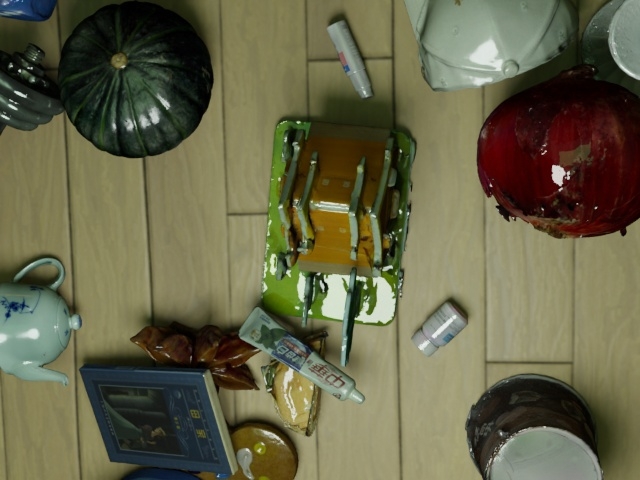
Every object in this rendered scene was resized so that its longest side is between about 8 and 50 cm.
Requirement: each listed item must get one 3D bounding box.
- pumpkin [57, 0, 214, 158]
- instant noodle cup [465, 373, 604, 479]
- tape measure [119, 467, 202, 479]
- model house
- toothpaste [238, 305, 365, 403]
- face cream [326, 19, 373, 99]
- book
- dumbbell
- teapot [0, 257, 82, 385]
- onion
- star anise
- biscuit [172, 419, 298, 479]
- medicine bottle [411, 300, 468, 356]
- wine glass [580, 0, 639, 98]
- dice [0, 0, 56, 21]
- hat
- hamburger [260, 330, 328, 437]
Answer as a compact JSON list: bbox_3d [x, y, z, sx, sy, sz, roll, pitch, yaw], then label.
[{"bbox_3d":[-0.290,-0.247,1.465,0.250,0.216,0.250,2,66,-5],"label":"pumpkin"},{"bbox_3d":[0.336,0.338,1.435,0.217,0.207,0.217,1,98,7],"label":"instant noodle cup"},{"bbox_3d":[-0.270,0.524,1.560,0.259,0.138,0.262,5,108,8],"label":"tape measure"},{"bbox_3d":[0.000,0.000,1.395,0.242,0.313,0.357,8,99,10],"label":"model house"},{"bbox_3d":[-0.027,0.190,1.475,0.233,0.038,0.060,33,75,13],"label":"toothpaste"},{"bbox_3d":[0.051,-0.289,1.490,0.034,0.034,0.130,-24,93,10],"label":"face cream"},{"bbox_3d":[-0.273,0.296,1.545,0.269,0.025,0.191,-2,112,30],"label":"book"},{"bbox_3d":[-0.569,-0.147,1.527,0.179,0.179,0.406,36,100,3],"label":"dumbbell"},{"bbox_3d":[-0.478,0.140,1.570,0.159,0.159,0.232,-11,67,10],"label":"teapot"},{"bbox_3d":[0.363,-0.127,1.347,0.276,0.276,0.276,1,97,8],"label":"onion"},{"bbox_3d":[-0.194,0.196,1.542,0.196,0.111,0.212,-24,116,42],"label":"star anise"},{"bbox_3d":[-0.154,0.377,1.581,0.236,0.039,0.180,-6,107,13],"label":"biscuit"},{"bbox_3d":[0.194,0.145,1.510,0.052,0.052,0.089,46,101,1],"label":"medicine bottle"},{"bbox_3d":[0.474,-0.290,1.347,0.165,0.196,0.165,1,96,6],"label":"wine glass"},{"bbox_3d":[-0.510,-0.438,1.500,0.146,0.146,0.143,8,96,8],"label":"dice"},{"bbox_3d":[0.237,-0.385,1.384,0.258,0.168,0.301,-23,93,10],"label":"hat"},{"bbox_3d":[-0.043,0.231,1.543,0.102,0.087,0.176,8,94,17],"label":"hamburger"}]
